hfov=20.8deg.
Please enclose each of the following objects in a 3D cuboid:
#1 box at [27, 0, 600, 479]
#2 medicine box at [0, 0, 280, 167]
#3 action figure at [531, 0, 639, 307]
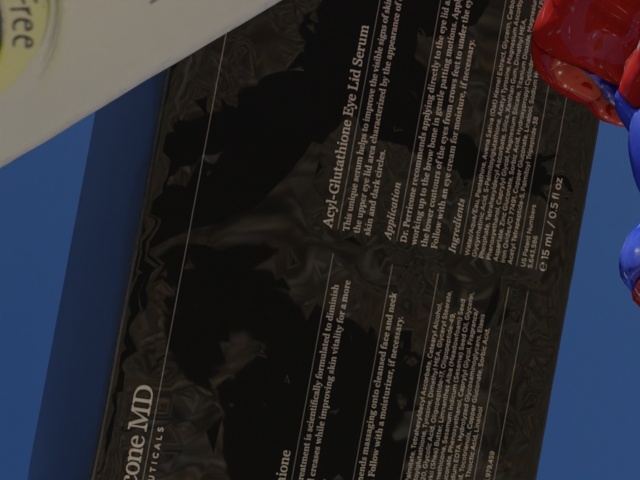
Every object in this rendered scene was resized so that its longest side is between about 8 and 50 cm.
[{"bbox_3d":[0.000,0.000,0.699,0.184,0.103,0.261,12,-92,-24],"label":"box"},{"bbox_3d":[-0.102,-0.175,0.422,0.289,0.149,0.263,-29,-56,13],"label":"medicine box"},{"bbox_3d":[0.140,-0.031,0.512,0.139,0.280,0.091,18,-64,-15],"label":"action figure"}]
